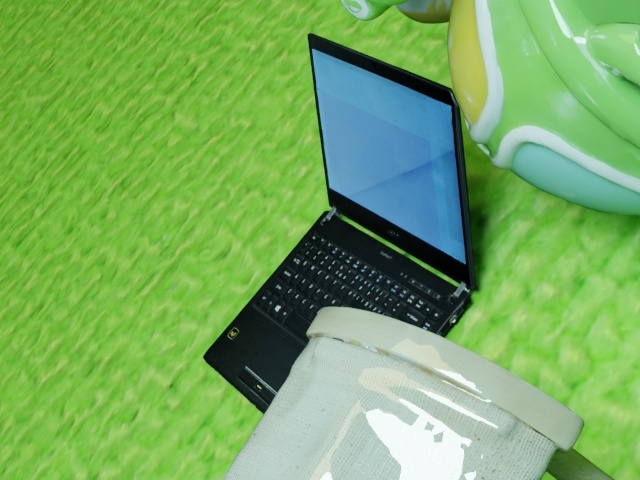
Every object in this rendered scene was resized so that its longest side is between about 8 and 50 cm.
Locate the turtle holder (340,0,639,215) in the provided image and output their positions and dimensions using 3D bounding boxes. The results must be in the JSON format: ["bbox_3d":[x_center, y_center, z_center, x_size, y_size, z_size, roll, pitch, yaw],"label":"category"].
[{"bbox_3d":[0.176,-0.125,1.017,0.227,0.320,0.243,-37,65,57],"label":"turtle holder"}]

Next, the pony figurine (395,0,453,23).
[{"bbox_3d":[0.157,-0.303,1.161,0.303,0.363,0.351,38,85,30],"label":"pony figurine"}]

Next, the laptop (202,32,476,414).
[{"bbox_3d":[0.000,0.000,1.231,0.264,0.136,0.234,-50,32,-5],"label":"laptop"}]

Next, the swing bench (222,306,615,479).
[{"bbox_3d":[0.053,0.211,0.826,0.165,0.255,0.253,9,62,53],"label":"swing bench"}]
